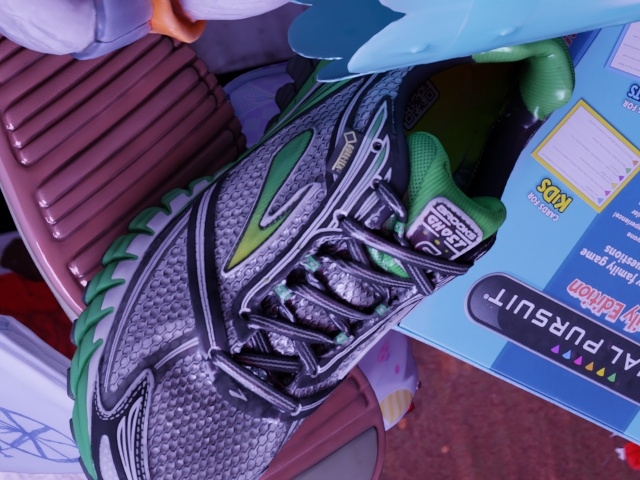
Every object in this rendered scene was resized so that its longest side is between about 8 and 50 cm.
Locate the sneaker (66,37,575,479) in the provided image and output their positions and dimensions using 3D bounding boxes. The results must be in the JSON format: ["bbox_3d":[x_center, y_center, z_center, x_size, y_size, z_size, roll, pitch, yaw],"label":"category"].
[{"bbox_3d":[0.000,0.000,0.709,0.134,0.146,0.343,41,75,-31],"label":"sneaker"}]

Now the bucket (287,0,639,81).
[{"bbox_3d":[0.073,-0.213,0.624,0.183,0.281,0.281,-9,133,-13],"label":"bucket"}]

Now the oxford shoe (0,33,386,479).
[{"bbox_3d":[-0.109,0.009,0.815,0.140,0.146,0.397,-37,115,-26],"label":"oxford shoe"}]

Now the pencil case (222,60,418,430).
[{"bbox_3d":[0.003,0.013,0.922,0.113,0.124,0.273,-14,133,-6],"label":"pencil case"}]

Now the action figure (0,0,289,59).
[{"bbox_3d":[-0.135,-0.180,0.519,0.330,0.341,0.178,21,137,0],"label":"action figure"}]

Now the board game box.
[{"bbox_3d":[0.221,-0.050,0.836,0.254,0.079,0.336,27,106,-24],"label":"board game box"}]

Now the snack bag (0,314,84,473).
[{"bbox_3d":[-0.294,0.069,0.922,0.323,0.037,0.342,-8,142,44],"label":"snack bag"}]
